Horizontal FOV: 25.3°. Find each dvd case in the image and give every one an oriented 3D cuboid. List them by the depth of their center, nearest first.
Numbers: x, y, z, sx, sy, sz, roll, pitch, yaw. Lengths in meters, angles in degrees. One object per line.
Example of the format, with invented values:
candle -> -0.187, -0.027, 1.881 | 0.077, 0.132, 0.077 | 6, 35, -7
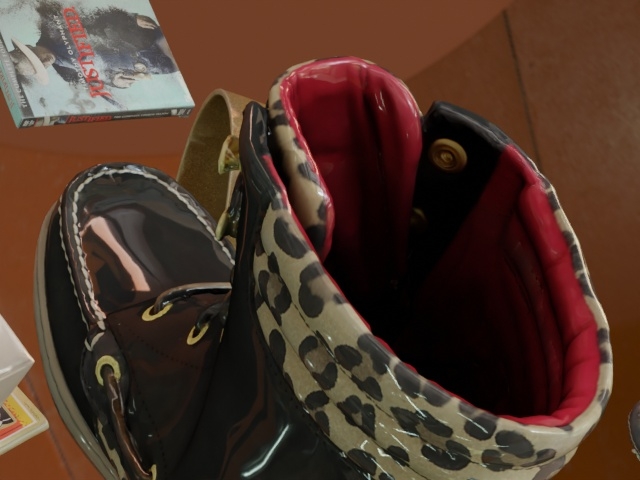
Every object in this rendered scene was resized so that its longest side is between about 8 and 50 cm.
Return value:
dvd case -> -0.141, -0.109, 0.855 | 0.119, 0.087, 0.013 | -8, 156, -38

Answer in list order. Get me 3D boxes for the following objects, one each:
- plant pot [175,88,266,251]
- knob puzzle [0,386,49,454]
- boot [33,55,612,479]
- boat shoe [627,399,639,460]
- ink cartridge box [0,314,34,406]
plant pot -> 0.000, 0.000, 1.349 | 0.254, 0.237, 0.237 | 11, 113, -18
knob puzzle -> -0.393, 0.177, 1.405 | 0.213, 0.213, 0.030 | -11, 126, -3
boot -> -0.022, 0.036, 0.641 | 0.138, 0.377, 0.284 | -5, 139, -24
boat shoe -> 0.252, 0.155, 0.992 | 0.065, 0.075, 0.206 | -19, 152, 30
ink cartridge box -> -0.326, 0.095, 0.881 | 0.171, 0.168, 0.233 | 50, 131, 10
